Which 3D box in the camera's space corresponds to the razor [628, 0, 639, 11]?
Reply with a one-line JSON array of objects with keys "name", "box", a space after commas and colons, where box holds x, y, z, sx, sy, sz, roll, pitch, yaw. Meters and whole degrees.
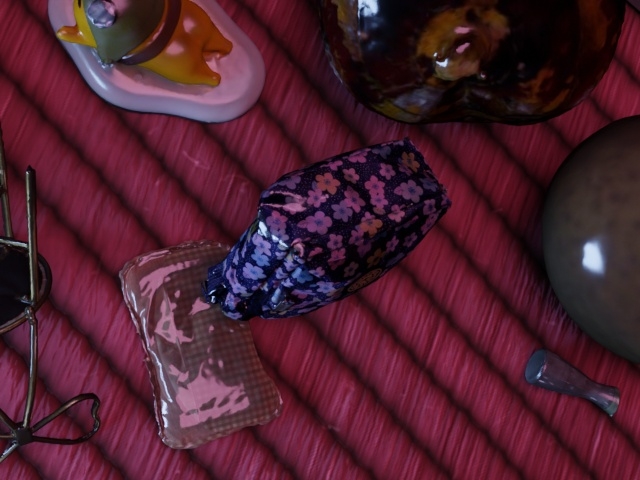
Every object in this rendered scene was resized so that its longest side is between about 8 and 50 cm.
[{"name": "razor", "box": [0.481, -0.222, 1.392, 0.278, 0.056, 0.111, 38, 74, 1]}]

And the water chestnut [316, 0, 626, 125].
[{"name": "water chestnut", "box": [0.150, -0.277, 1.215, 0.335, 0.347, 0.335, -7, 122, -12]}]

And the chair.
[{"name": "chair", "box": [-0.332, 0.055, 1.114, 0.160, 0.170, 0.325, -19, 131, -19]}]

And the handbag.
[{"name": "handbag", "box": [0.000, 0.000, 1.158, 0.229, 0.208, 0.127, -23, 74, -32]}]

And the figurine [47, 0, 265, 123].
[{"name": "figurine", "box": [-0.163, -0.225, 1.185, 0.250, 0.141, 0.166, 19, 77, -10]}]

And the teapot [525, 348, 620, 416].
[{"name": "teapot", "box": [0.289, 0.162, 1.296, 0.111, 0.043, 0.042, 25, 77, -13]}]

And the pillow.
[{"name": "pillow", "box": [-0.128, 0.105, 1.205, 0.135, 0.034, 0.211, -16, 85, -14]}]

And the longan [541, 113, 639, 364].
[{"name": "longan", "box": [0.401, 0.003, 1.228, 0.350, 0.288, 0.288, 3, 82, -19]}]
